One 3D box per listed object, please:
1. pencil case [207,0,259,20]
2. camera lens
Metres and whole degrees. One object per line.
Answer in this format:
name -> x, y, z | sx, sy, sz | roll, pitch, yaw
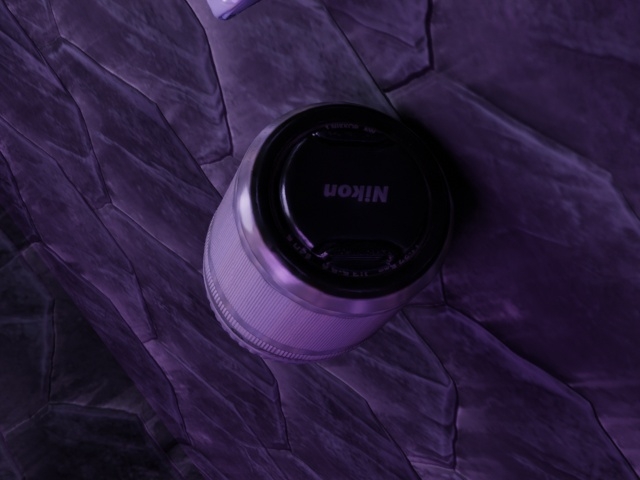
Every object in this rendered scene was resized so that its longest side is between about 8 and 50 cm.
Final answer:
pencil case -> -0.124, -0.337, 1.261 | 0.273, 0.113, 0.124 | 53, 173, -2
camera lens -> 0.000, 0.000, 1.396 | 0.219, 0.219, 0.274 | 48, 156, 5
